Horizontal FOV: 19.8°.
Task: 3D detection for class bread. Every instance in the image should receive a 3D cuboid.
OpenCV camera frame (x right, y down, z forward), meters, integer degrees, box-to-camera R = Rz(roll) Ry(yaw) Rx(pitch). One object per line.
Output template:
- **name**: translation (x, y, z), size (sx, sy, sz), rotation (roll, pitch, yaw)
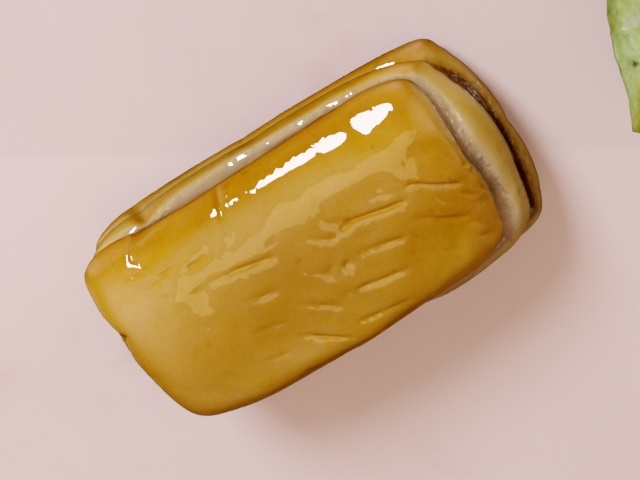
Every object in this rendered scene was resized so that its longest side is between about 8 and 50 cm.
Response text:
- **bread**: translation (0.000, 0.000, 0.833), size (0.200, 0.077, 0.116), rotation (-30, 113, 12)

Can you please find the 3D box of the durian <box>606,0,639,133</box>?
- **durian**: translation (0.251, -0.205, 0.733), size (0.198, 0.163, 0.394), rotation (26, 119, 23)
